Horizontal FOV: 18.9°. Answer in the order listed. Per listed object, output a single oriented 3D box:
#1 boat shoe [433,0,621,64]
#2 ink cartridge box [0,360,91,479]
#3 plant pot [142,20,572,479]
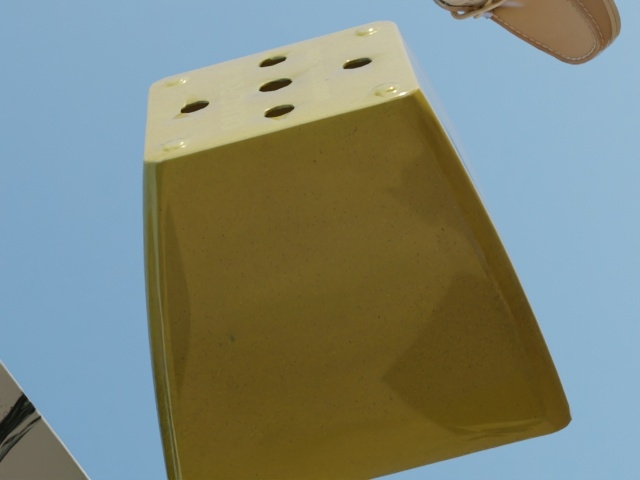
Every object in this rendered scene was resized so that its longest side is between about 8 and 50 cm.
[{"bbox_3d":[0.073,-0.138,0.944,0.170,0.063,0.059,38,-131,-10],"label":"boat shoe"},{"bbox_3d":[-0.229,0.105,1.006,0.208,0.153,0.087,58,-135,-29],"label":"ink cartridge box"},{"bbox_3d":[0.000,0.000,1.040,0.212,0.212,0.187,-99,-5,-68],"label":"plant pot"}]
